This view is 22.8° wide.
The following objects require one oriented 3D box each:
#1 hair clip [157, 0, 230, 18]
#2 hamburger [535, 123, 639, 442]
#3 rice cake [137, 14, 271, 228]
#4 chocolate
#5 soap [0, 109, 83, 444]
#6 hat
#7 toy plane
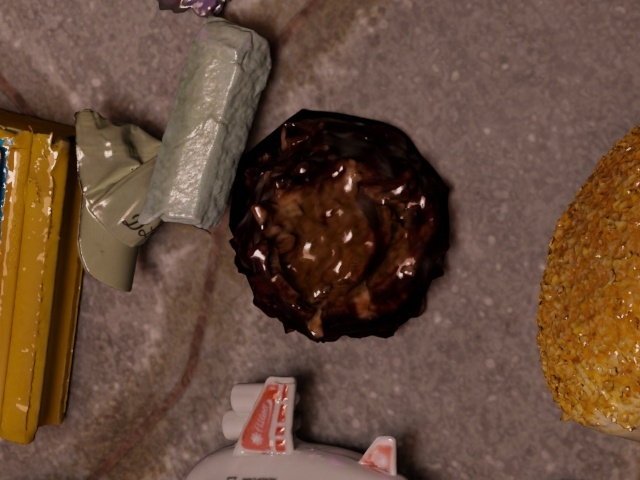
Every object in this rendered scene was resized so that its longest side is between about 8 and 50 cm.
[{"bbox_3d":[-0.144,-0.296,1.491,0.124,0.052,0.195,-32,94,28],"label":"hair clip"},{"bbox_3d":[0.282,0.031,1.285,0.179,0.294,0.276,25,111,-9],"label":"hamburger"},{"bbox_3d":[-0.104,-0.105,1.484,0.069,0.063,0.206,16,91,31],"label":"rice cake"},{"bbox_3d":[0.000,0.000,1.432,0.206,0.177,0.224,-38,88,22],"label":"chocolate"},{"bbox_3d":[-0.343,0.024,1.601,0.204,0.096,0.324,14,105,16],"label":"soap"},{"bbox_3d":[-0.190,-0.035,1.520,0.081,0.122,0.166,1,80,28],"label":"hat"},{"bbox_3d":[-0.022,0.248,1.521,0.252,0.118,0.252,6,103,26],"label":"toy plane"}]
